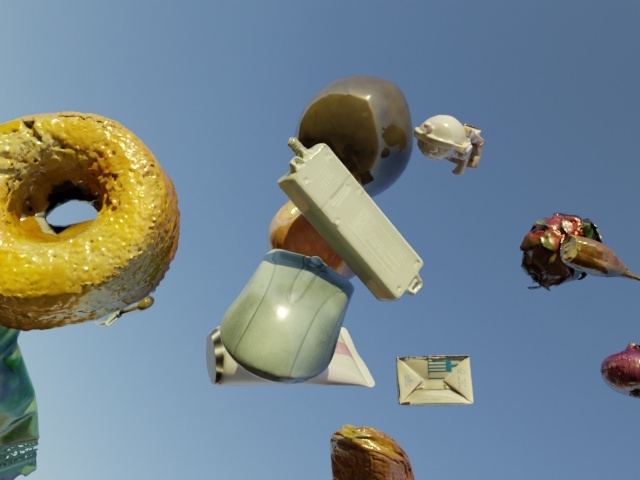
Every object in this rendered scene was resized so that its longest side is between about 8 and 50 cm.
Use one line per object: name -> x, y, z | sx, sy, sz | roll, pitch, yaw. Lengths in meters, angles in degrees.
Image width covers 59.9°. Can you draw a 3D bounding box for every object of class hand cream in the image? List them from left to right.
hand cream -> -0.065, 0.246, 1.188 | 0.185, 0.359, 0.118 | 57, -46, 49

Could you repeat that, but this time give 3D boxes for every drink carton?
drink carton -> 0.319, 0.397, 1.566 | 0.194, 0.324, 0.131 | -3, -105, 11

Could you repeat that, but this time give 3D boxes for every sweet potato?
sweet potato -> 0.396, 0.031, 0.781 | 0.117, 0.049, 0.049 | 24, -54, 3

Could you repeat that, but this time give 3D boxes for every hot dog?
hot dog -> 0.103, 0.521, 1.231 | 0.196, 0.122, 0.272 | 3, -73, 35

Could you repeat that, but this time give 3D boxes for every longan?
longan -> 0.107, -0.294, 1.646 | 0.336, 0.405, 0.404 | 43, -49, 28

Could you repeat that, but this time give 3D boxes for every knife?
knife -> -0.373, 0.132, 1.018 | 0.027, 0.061, 0.343 | 55, -31, -11

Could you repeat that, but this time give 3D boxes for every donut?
donut -> -0.280, -0.025, 0.602 | 0.253, 0.254, 0.118 | 61, -15, 12

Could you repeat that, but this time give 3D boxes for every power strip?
power strip -> 0.050, -0.032, 0.922 | 0.338, 0.098, 0.058 | 49, -28, -17

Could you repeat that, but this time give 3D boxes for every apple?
apple -> 0.000, 0.000, 2.036 | 0.392, 0.391, 0.346 | -7, -57, 48

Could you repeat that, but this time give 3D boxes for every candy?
candy -> -0.563, 0.227, 0.862 | 0.172, 0.263, 0.397 | 12, -80, 48

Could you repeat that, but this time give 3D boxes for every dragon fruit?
dragon fruit -> 0.577, 0.025, 1.347 | 0.189, 0.182, 0.182 | -22, -94, 5

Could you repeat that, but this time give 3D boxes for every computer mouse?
computer mouse -> -0.037, 0.096, 0.950 | 0.188, 0.371, 0.121 | 27, -67, 2

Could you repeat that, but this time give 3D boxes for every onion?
onion -> 0.574, 0.235, 1.015 | 0.115, 0.115, 0.104 | -23, -138, 48

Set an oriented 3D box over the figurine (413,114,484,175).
figurine -> 0.336, -0.258, 1.486 | 0.163, 0.237, 0.141 | 33, -71, 36
